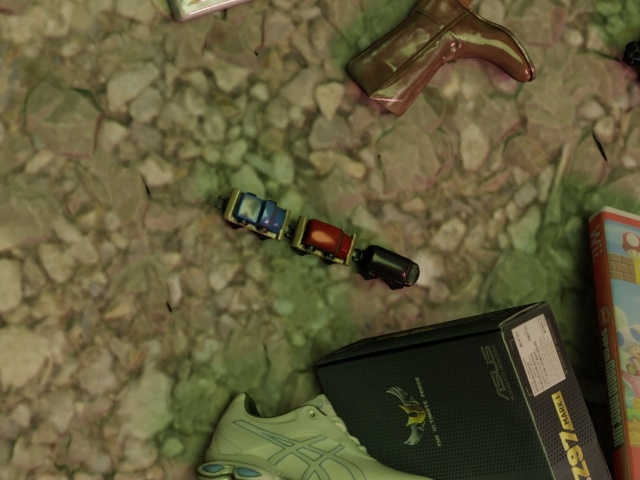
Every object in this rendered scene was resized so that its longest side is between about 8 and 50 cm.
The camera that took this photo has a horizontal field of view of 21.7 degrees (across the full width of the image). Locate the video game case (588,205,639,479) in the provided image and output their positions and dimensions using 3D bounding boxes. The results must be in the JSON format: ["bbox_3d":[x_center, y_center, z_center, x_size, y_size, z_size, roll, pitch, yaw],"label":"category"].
[{"bbox_3d":[0.295,0.122,1.215,0.204,0.025,0.285,15,54,-22],"label":"video game case"}]

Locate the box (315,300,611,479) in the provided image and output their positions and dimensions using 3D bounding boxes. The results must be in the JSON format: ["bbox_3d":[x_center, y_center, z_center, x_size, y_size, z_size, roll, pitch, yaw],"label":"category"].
[{"bbox_3d":[0.109,0.168,1.134,0.059,0.183,0.232,-22,95,-42],"label":"box"}]

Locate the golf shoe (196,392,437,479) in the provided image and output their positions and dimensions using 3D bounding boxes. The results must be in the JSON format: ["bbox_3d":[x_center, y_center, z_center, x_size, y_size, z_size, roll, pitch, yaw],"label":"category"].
[{"bbox_3d":[0.006,0.144,1.129,0.176,0.069,0.086,8,68,16],"label":"golf shoe"}]

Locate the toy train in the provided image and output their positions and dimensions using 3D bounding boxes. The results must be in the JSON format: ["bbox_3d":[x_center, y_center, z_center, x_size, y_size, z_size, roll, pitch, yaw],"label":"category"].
[{"bbox_3d":[0.000,0.000,1.184,0.158,0.036,0.027,21,80,-17],"label":"toy train"}]

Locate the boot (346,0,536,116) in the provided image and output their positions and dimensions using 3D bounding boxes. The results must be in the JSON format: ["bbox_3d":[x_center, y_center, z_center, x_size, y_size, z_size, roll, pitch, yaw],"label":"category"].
[{"bbox_3d":[0.087,-0.122,1.222,0.106,0.037,0.114,43,70,1],"label":"boot"}]

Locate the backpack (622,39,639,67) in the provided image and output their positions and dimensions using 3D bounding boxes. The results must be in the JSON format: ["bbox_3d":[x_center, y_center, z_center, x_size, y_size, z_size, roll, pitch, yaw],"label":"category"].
[{"bbox_3d":[0.310,-0.150,1.272,0.114,0.105,0.084,-51,125,-16],"label":"backpack"}]

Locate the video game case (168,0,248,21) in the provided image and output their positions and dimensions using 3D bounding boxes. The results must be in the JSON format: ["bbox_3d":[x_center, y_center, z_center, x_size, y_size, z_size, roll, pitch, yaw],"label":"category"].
[{"bbox_3d":[-0.033,-0.286,1.196,0.227,0.026,0.206,-20,93,-19],"label":"video game case"}]
